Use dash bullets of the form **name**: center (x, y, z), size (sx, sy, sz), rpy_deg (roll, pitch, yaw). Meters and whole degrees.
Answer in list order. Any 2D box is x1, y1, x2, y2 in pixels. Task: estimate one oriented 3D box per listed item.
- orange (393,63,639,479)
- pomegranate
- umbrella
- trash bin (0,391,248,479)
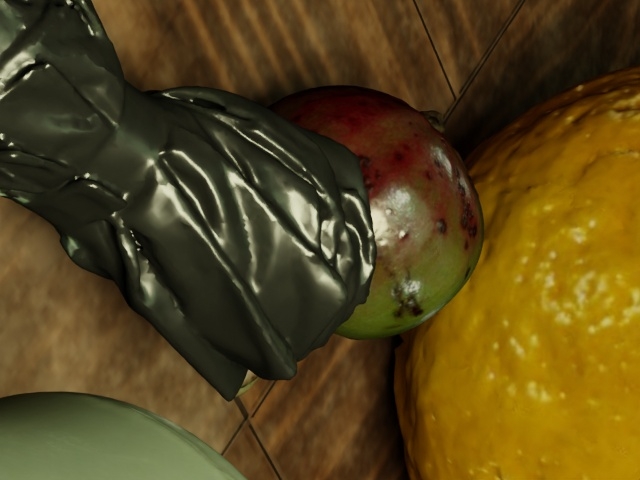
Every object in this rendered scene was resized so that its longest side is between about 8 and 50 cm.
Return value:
- **orange**: center (0.190, 0.067, 1.052), size (0.340, 0.293, 0.340), rpy_deg (10, 90, -71)
- **pomegranate**: center (-0.003, -0.007, 0.935), size (0.159, 0.129, 0.129), rpy_deg (-21, 116, -8)
- **umbrella**: center (-0.112, -0.050, 0.764), size (0.340, 0.118, 0.118), rpy_deg (33, 66, -32)
- **trash bin**: center (-0.181, 0.185, 0.560), size (0.432, 0.280, 0.280), rpy_deg (4, 89, -51)
